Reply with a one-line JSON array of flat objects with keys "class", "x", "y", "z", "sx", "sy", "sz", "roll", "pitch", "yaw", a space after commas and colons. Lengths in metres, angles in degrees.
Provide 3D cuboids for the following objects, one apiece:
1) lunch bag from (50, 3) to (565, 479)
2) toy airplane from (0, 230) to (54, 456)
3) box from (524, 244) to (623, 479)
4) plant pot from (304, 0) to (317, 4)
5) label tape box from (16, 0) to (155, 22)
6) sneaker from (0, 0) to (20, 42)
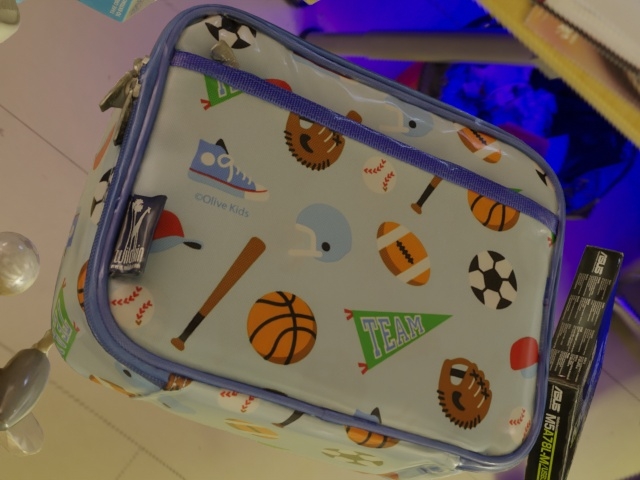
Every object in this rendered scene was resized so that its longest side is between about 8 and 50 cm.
[{"class": "lunch bag", "x": 0.000, "y": 0.000, "z": 0.600, "sx": 0.303, "sy": 0.115, "sz": 0.243, "roll": 23, "pitch": 67, "yaw": -20}, {"class": "toy airplane", "x": -0.493, "y": 0.079, "z": 1.298, "sx": 0.272, "sy": 0.386, "sz": 0.384, "roll": -28, "pitch": 68, "yaw": -4}, {"class": "box", "x": 0.253, "y": 0.133, "z": 1.005, "sx": 0.045, "sy": 0.184, "sz": 0.191, "roll": 16, "pitch": 45, "yaw": 18}, {"class": "plant pot", "x": -0.012, "y": -0.330, "z": 0.858, "sx": 0.212, "sy": 0.212, "sz": 0.187, "roll": 43, "pitch": 97, "yaw": 6}, {"class": "label tape box", "x": -0.233, "y": -0.418, "z": 1.355, "sx": 0.106, "sy": 0.240, "sz": 0.333, "roll": 46, "pitch": 55, "yaw": -1}, {"class": "sneaker", "x": -0.381, "y": -0.196, "z": 0.801, "sx": 0.148, "sy": 0.350, "sz": 0.131, "roll": -26, "pitch": 90, "yaw": 16}]
